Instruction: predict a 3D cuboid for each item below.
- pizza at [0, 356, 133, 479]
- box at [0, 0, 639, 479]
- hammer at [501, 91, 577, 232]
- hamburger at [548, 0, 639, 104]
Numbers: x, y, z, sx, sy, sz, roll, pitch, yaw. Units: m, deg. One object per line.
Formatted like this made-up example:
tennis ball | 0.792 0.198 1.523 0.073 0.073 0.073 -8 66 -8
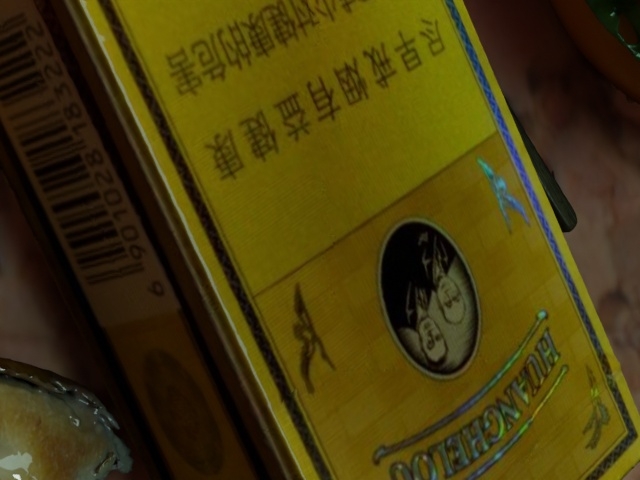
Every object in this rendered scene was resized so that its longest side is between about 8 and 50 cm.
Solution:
pizza | -0.137 0.134 0.565 0.185 0.052 0.195 1 78 -44
box | 0.000 0.000 0.654 0.193 0.084 0.301 -34 104 -42
hammer | 0.043 -0.122 0.757 0.058 0.029 0.292 -45 111 -30
hamburger | 0.198 -0.160 0.786 0.246 0.170 0.246 8 72 -24
